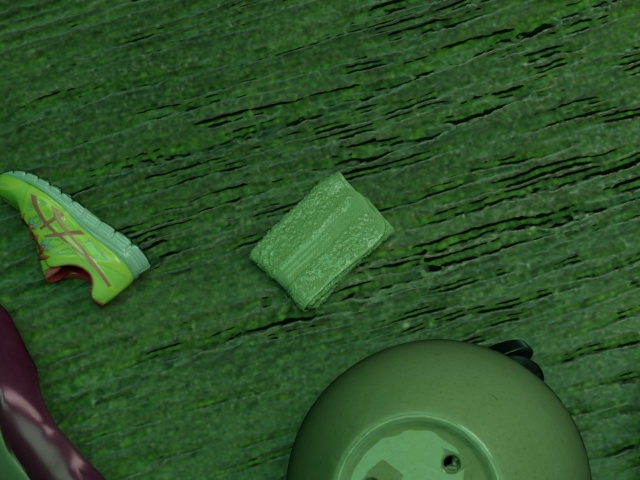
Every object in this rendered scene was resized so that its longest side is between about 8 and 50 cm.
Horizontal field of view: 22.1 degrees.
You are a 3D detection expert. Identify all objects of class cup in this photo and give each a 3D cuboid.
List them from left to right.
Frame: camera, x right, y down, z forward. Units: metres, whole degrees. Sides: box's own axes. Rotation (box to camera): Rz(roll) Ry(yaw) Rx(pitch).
[{"bbox_3d":[0.111,0.258,1.662,0.331,0.237,0.331,-1,83,8],"label":"cup"}]

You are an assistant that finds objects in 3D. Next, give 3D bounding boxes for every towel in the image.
[{"bbox_3d":[0.000,0.000,1.887,0.148,0.027,0.110,-44,75,-10],"label":"towel"}]

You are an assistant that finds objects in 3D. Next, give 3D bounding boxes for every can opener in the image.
[{"bbox_3d":[0.161,0.177,1.816,0.186,0.073,0.059,-29,112,-2],"label":"can opener"}]

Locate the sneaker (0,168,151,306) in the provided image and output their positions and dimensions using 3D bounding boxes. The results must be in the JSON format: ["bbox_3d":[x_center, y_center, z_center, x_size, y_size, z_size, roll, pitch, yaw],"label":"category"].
[{"bbox_3d":[-0.301,-0.002,1.879,0.208,0.081,0.094,34,80,12],"label":"sneaker"}]

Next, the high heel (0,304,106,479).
[{"bbox_3d":[-0.283,0.235,1.815,0.181,0.127,0.377,-3,66,-28],"label":"high heel"}]
